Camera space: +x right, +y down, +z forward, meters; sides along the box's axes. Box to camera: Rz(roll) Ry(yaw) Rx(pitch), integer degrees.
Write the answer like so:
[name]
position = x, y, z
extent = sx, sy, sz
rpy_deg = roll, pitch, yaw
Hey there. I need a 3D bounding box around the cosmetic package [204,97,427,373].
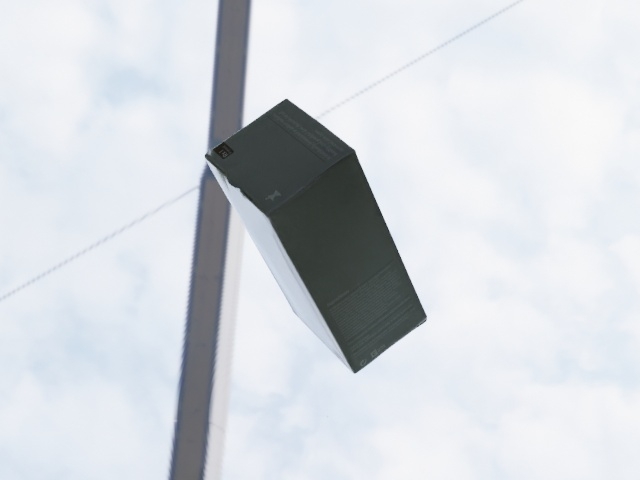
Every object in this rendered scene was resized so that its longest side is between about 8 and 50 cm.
[cosmetic package]
position = 0.000, 0.000, 0.898
extent = 0.107, 0.238, 0.127
rpy_deg = -35, -135, -12
